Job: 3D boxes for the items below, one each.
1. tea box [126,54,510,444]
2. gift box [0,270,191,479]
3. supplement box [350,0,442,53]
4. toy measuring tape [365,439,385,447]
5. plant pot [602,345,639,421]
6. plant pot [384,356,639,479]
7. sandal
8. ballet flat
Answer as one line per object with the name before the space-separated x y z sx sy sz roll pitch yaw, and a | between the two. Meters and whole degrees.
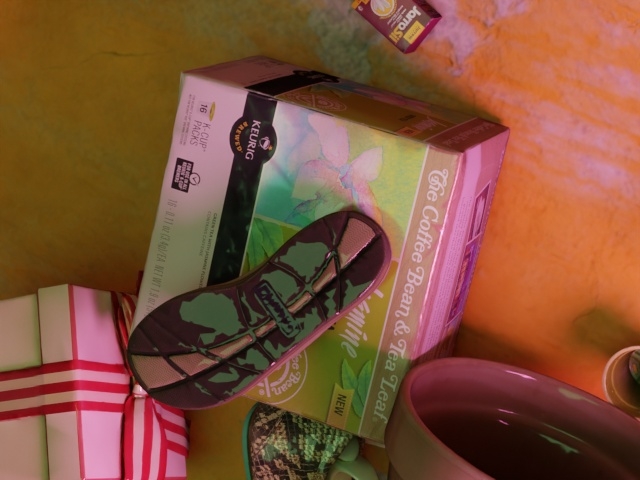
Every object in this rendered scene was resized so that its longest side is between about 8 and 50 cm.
tea box | 0.000 0.000 1.715 0.324 0.220 0.329 16 106 16
gift box | -0.293 0.174 1.851 0.258 0.276 0.255 -10 84 26
supplement box | 0.084 -0.254 1.728 0.083 0.043 0.055 43 110 7
toy measuring tape | 0.119 0.271 1.776 0.330 0.121 0.121 14 105 17
plant pot | 0.354 0.145 1.688 0.083 0.079 0.083 4 102 20
plant pot | 0.186 0.315 1.568 0.323 0.323 0.280 24 108 14
sandal | -0.056 0.078 1.593 0.303 0.086 0.120 -29 84 9
ballet flat | 0.011 0.401 1.794 0.182 0.164 0.482 9 111 28
